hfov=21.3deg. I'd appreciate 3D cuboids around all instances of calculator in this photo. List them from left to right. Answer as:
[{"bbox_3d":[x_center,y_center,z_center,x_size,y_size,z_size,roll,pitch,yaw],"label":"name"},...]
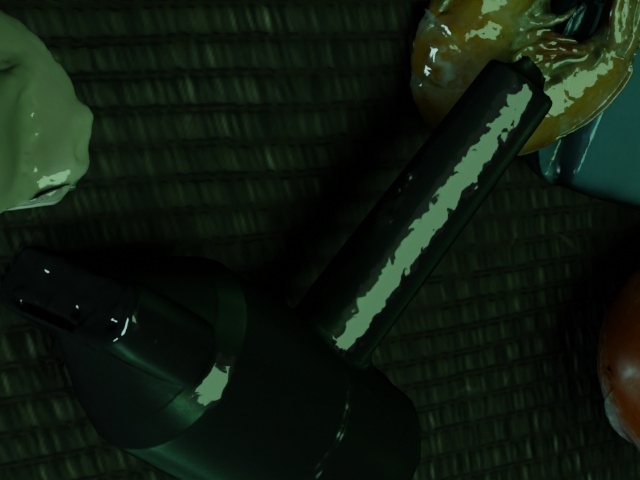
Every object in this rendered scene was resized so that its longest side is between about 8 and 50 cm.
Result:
[{"bbox_3d":[0.243,-0.098,1.114,0.293,0.051,0.173,11,104,-43],"label":"calculator"}]

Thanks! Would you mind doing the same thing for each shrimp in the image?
[{"bbox_3d":[0.128,-0.133,0.988,0.132,0.051,0.187,24,105,-31],"label":"shrimp"}]

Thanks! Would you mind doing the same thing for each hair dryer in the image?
[{"bbox_3d":[0.000,0.000,0.919,0.302,0.116,0.244,-54,136,-2],"label":"hair dryer"}]

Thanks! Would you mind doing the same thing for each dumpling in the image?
[{"bbox_3d":[-0.197,-0.048,0.748,0.188,0.108,0.127,-21,103,-10],"label":"dumpling"}]

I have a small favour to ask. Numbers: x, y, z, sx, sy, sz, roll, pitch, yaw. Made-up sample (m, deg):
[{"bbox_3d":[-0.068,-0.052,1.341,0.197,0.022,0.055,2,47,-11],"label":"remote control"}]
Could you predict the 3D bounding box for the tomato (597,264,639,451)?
[{"bbox_3d":[0.299,0.099,1.148,0.188,0.232,0.232,-44,136,7],"label":"tomato"}]
